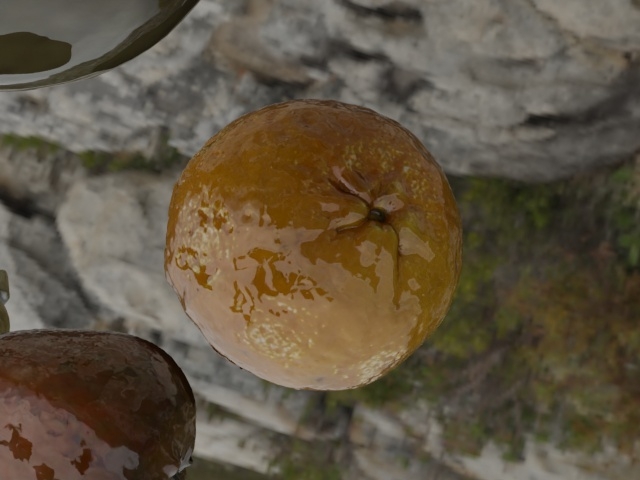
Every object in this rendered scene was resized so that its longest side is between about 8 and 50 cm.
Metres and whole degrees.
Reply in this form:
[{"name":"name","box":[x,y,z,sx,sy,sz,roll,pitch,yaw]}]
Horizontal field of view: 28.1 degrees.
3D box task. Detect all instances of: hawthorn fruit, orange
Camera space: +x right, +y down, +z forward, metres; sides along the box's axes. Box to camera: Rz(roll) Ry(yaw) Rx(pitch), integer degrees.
[{"name":"hawthorn fruit","box":[-0.222,0.151,1.032,0.251,0.199,0.199,25,165,7]},{"name":"orange","box":[0.000,0.000,1.439,0.341,0.340,0.293,23,153,-17]}]

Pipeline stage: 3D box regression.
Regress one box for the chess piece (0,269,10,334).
[{"name":"chess piece","box":[-0.384,0.092,1.402,0.090,0.090,0.200,27,-159,-28]}]

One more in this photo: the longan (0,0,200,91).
[{"name":"longan","box":[-0.208,-0.259,0.752,0.361,0.361,0.361,16,164,5]}]
